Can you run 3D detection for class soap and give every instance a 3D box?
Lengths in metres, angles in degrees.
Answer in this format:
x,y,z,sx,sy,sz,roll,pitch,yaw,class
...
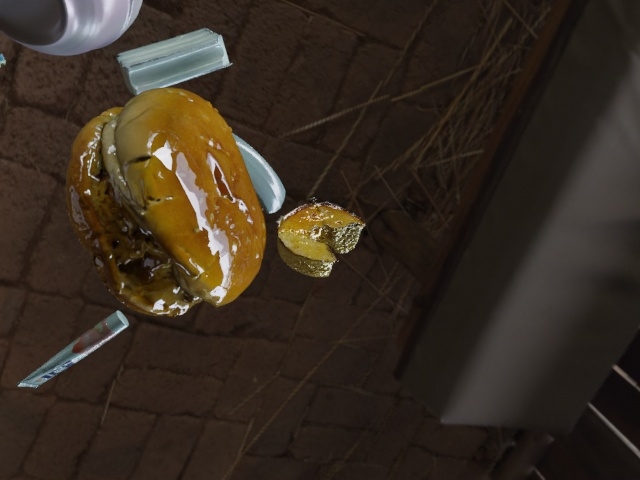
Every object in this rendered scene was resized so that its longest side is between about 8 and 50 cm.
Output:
x,y,z,sx,sy,sz,roll,pitch,yaw,class
-0.361,-0.442,1.650,0.261,0.150,0.094,-22,123,-16,soap

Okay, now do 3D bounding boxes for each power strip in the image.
x,y,z,sx,sy,sz,roll,pitch,yaw,class
-0.179,-0.128,1.110,0.054,0.253,0.167,-51,134,-23,power strip

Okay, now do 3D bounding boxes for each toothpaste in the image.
x,y,z,sx,sy,sz,roll,pitch,yaw,class
-0.429,0.195,1.161,0.205,0.036,0.056,-35,159,-3,toothpaste

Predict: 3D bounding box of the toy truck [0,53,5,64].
x,y,z,sx,sy,sz,roll,pitch,yaw,class
-0.817,-0.381,1.554,0.175,0.067,0.081,-37,114,-38,toy truck

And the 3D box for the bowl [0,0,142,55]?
x,y,z,sx,sy,sz,roll,pitch,yaw,class
-0.438,-0.410,1.044,0.287,0.143,0.287,8,138,7,bowl

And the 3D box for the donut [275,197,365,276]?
x,y,z,sx,sy,sz,roll,pitch,yaw,class
-0.011,-0.004,1.255,0.146,0.181,0.078,24,132,14,donut

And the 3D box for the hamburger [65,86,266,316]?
x,y,z,sx,sy,sz,roll,pitch,yaw,class
-0.184,-0.055,0.883,0.170,0.314,0.289,-18,114,15,hamburger
